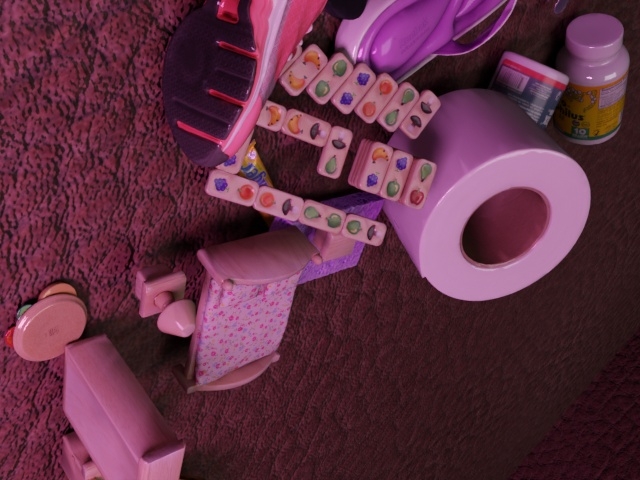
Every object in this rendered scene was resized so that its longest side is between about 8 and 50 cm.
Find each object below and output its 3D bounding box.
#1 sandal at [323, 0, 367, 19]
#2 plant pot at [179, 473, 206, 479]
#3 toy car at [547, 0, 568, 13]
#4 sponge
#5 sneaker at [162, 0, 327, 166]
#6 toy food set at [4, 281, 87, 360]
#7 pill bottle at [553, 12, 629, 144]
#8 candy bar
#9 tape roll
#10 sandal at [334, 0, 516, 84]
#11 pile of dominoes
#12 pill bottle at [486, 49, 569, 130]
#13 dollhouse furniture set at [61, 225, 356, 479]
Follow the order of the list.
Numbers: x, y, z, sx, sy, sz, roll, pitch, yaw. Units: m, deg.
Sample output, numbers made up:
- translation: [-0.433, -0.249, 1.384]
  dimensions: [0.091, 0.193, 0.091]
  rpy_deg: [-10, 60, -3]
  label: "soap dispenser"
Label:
- translation: [0.046, -0.345, 0.788]
  dimensions: [0.097, 0.054, 0.255]
  rpy_deg: [-20, 133, -42]
  label: "sandal"
- translation: [-0.196, 0.369, 1.059]
  dimensions: [0.134, 0.134, 0.095]
  rpy_deg: [29, 67, -57]
  label: "plant pot"
- translation: [0.395, -0.409, 1.113]
  dimensions: [0.188, 0.149, 0.155]
  rpy_deg: [-53, 159, 17]
  label: "toy car"
- translation: [0.000, 0.000, 1.033]
  dimensions: [0.210, 0.031, 0.117]
  rpy_deg: [-16, 137, -50]
  label: "sponge"
- translation: [-0.044, -0.211, 0.737]
  dimensions: [0.136, 0.116, 0.314]
  rpy_deg: [-5, 122, -52]
  label: "sneaker"
- translation: [-0.275, 0.087, 0.790]
  dimensions: [0.082, 0.020, 0.083]
  rpy_deg: [-40, 144, -22]
  label: "toy food set"
- translation: [0.454, -0.271, 1.315]
  dimensions: [0.117, 0.117, 0.208]
  rpy_deg: [-43, 145, -19]
  label: "pill bottle"
- translation: [-0.068, -0.059, 0.929]
  dimensions: [0.040, 0.018, 0.161]
  rpy_deg: [-46, 145, -14]
  label: "candy bar"
- translation: [0.218, -0.063, 1.070]
  dimensions: [0.246, 0.169, 0.246]
  rpy_deg: [-10, 130, -12]
  label: "tape roll"
- translation: [0.190, -0.306, 0.959]
  dimensions: [0.416, 0.102, 0.169]
  rpy_deg: [-44, 146, -13]
  label: "sandal"
- translation: [0.019, -0.107, 0.871]
  dimensions: [0.251, 0.040, 0.196]
  rpy_deg: [16, 96, -29]
  label: "pile of dominoes"
- translation: [0.290, -0.186, 1.188]
  dimensions: [0.108, 0.108, 0.180]
  rpy_deg: [0, 119, -52]
  label: "pill bottle"
- translation: [-0.092, 0.170, 0.900]
  dimensions: [0.355, 0.174, 0.303]
  rpy_deg: [-16, 138, -37]
  label: "dollhouse furniture set"
